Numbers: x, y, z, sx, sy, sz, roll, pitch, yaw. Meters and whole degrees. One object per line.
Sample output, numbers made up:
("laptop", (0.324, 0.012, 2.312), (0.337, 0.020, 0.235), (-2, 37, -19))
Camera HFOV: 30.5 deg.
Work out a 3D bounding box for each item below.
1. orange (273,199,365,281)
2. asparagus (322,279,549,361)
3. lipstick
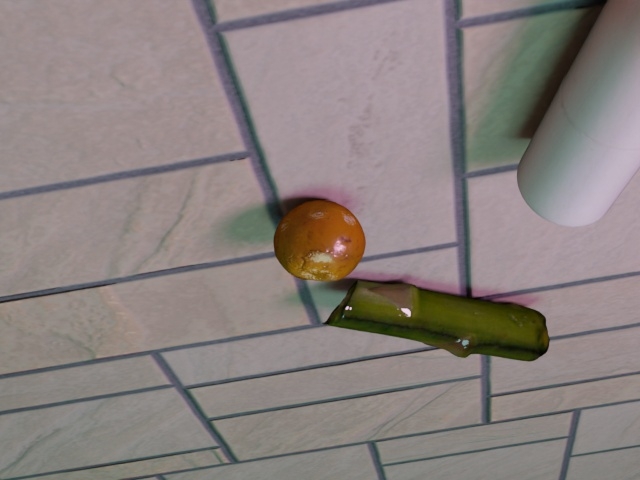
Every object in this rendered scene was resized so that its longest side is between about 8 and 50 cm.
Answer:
("orange", (0.000, 0.000, 1.055), (0.083, 0.070, 0.083), (5, 157, 2))
("asparagus", (0.128, 0.085, 1.268), (0.278, 0.060, 0.067), (14, 102, -29))
("lipstick", (0.229, -0.123, 0.851), (0.087, 0.087, 0.327), (-3, 153, -10))
